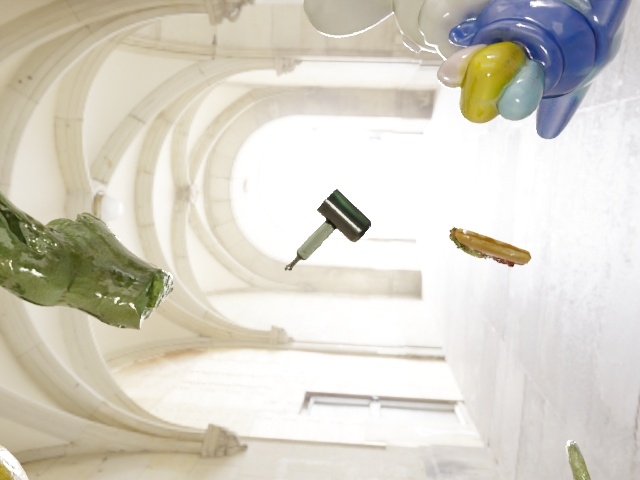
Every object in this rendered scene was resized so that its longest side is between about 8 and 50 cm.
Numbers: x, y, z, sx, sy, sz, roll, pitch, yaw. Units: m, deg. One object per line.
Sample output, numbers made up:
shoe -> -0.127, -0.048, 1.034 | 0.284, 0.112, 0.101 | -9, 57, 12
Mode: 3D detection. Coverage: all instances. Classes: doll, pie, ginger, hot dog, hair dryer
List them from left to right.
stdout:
ginger -> -0.285, 0.003, 0.595 | 0.089, 0.289, 0.137 | -47, 31, 40
hair dryer -> 0.000, 0.000, 1.116 | 0.197, 0.100, 0.057 | -44, 2, 24
hot dog -> 0.158, 0.008, 0.555 | 0.037, 0.083, 0.021 | 122, 166, -84
doll -> 0.214, -0.250, 0.684 | 0.366, 0.376, 0.187 | 61, 179, 43
pie -> 0.317, 0.286, 0.715 | 0.084, 0.021, 0.084 | -18, -90, -73

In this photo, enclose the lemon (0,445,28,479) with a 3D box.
lemon -> -0.583, 0.416, 0.914 | 0.254, 0.228, 0.228 | 55, -175, 0
